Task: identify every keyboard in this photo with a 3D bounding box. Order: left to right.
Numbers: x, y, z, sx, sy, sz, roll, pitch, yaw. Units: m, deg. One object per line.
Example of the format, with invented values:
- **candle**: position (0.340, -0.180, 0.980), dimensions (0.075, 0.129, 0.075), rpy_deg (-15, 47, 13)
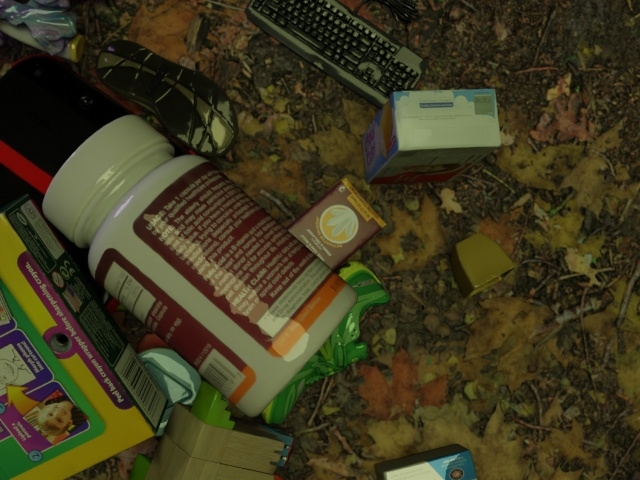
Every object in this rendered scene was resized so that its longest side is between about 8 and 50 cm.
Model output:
- **keyboard**: position (0.050, -0.381, 1.363), dimensions (0.317, 0.033, 0.201), rpy_deg (33, 80, -3)

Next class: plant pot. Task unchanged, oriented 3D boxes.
- **plant pot**: position (0.261, 0.037, 1.319), dimensions (0.081, 0.081, 0.083), rpy_deg (-28, 76, -9)

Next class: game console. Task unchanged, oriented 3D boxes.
- **game console**: position (-0.404, -0.081, 1.217), dimensions (0.386, 0.060, 0.342), rpy_deg (35, 75, 8)

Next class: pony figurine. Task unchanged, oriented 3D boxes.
- **pony figurine**: position (-0.528, -0.380, 1.194), dimensions (0.363, 0.303, 0.351), rpy_deg (11, 51, -1)

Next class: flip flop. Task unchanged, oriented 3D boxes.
- **flip flop**: position (-0.246, -0.231, 1.290), dimensions (0.277, 0.080, 0.112), rpy_deg (31, 82, 13)

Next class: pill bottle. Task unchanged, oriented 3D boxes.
- **pill bottle**: position (-0.163, 0.028, 1.062), dimensions (0.392, 0.224, 0.224), rpy_deg (42, 80, 3)

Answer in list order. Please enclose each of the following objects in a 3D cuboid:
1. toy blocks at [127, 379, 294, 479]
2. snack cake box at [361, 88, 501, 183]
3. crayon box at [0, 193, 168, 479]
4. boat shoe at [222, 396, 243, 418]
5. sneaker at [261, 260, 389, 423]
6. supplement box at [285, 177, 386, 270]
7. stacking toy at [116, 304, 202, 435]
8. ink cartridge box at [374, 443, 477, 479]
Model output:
- **toy blocks**: position (-0.136, 0.414, 1.156), dimensions (0.261, 0.191, 0.381), rpy_deg (24, 84, -35)
- **snack cake box**: position (0.163, -0.155, 1.231), dimensions (0.152, 0.264, 0.089), rpy_deg (-4, 84, -8)
- **crayon box**: position (-0.443, 0.170, 1.084), dimensions (0.313, 0.106, 0.363), rpy_deg (-26, 107, 9)
- **boat shoe**: position (-0.181, 0.319, 1.237), dimensions (0.072, 0.068, 0.190), rpy_deg (42, 80, -13)
- **sneaker**: position (0.008, 0.172, 1.253), dimensions (0.123, 0.109, 0.295), rpy_deg (35, 80, 2)
- **supplement box**: position (0.000, 0.000, 1.286), dimensions (0.188, 0.081, 0.104), rpy_deg (-41, 90, -9)
- **stacking toy**: position (-0.268, 0.129, 1.213), dimensions (0.279, 0.130, 0.309), rpy_deg (26, 81, -4)
- **ink cartridge box**: position (0.184, 0.444, 1.255), dimensions (0.148, 0.086, 0.203), rpy_deg (-13, 84, -9)
